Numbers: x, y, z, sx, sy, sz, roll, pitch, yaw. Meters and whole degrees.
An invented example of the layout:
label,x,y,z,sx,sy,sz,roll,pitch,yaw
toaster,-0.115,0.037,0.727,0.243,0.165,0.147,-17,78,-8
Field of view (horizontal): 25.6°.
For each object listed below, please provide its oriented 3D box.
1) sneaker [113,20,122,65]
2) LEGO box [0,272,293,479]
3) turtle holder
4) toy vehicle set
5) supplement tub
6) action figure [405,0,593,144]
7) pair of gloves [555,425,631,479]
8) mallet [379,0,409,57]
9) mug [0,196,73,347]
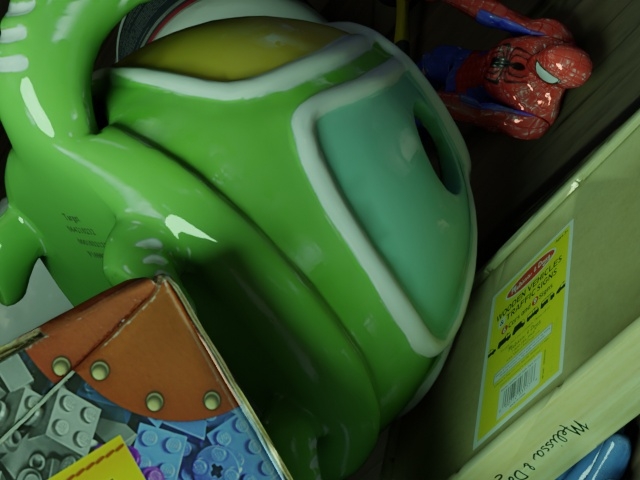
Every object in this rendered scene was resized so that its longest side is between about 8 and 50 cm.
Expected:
label,x,y,z,sx,sy,sz,roll,pitch,yaw
sneaker,-0.242,-0.234,1.907,0.108,0.100,0.271,164,126,-72
LEGO box,-0.264,0.219,0.723,0.372,0.193,0.500,-31,3,-27
turtle holder,-0.055,-0.026,0.784,0.227,0.320,0.243,-47,3,-25
toy vehicle set,0.117,0.049,0.729,0.267,0.035,0.166,-50,16,41
supplement tub,-0.084,-0.156,1.275,0.191,0.191,0.272,-63,21,14
action figure,0.063,-0.116,0.931,0.280,0.139,0.091,2,72,62
pair of gloves,0.117,0.170,0.665,0.159,0.023,0.198,-60,19,20
mallet,0.061,-0.159,1.142,0.062,0.039,0.189,-35,42,55
mug,-0.201,0.101,1.176,0.328,0.276,0.374,-60,13,0
